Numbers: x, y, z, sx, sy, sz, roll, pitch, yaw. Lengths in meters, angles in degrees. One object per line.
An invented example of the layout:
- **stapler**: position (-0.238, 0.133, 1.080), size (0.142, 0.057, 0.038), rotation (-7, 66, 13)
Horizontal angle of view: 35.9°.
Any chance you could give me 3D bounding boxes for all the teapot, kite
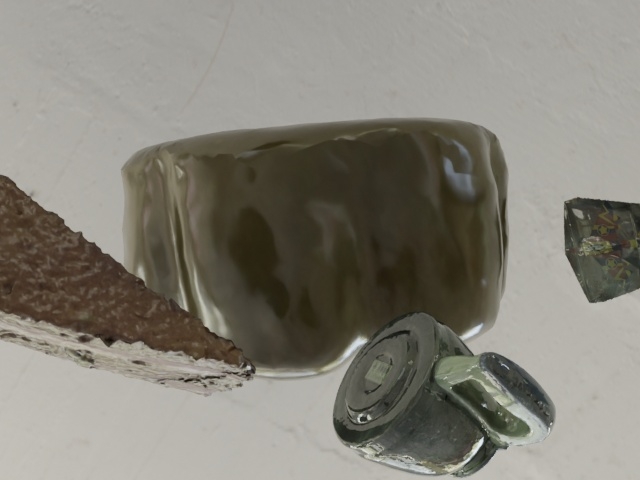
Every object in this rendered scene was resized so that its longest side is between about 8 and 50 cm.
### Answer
- **teapot**: position (0.091, 0.110, 0.703), size (0.108, 0.111, 0.149), rotation (35, -60, -22)
- **kite**: position (0.425, 0.000, 1.241), size (0.245, 0.141, 0.015), rotation (-7, -16, -3)

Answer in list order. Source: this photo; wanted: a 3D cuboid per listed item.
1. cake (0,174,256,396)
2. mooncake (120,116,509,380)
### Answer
- **cake**: position (-0.189, 0.043, 0.763), size (0.295, 0.112, 0.116), rotation (26, -25, -13)
- **mooncake**: position (0.000, 0.000, 1.147), size (0.467, 0.467, 0.262), rotation (-7, -88, 5)
